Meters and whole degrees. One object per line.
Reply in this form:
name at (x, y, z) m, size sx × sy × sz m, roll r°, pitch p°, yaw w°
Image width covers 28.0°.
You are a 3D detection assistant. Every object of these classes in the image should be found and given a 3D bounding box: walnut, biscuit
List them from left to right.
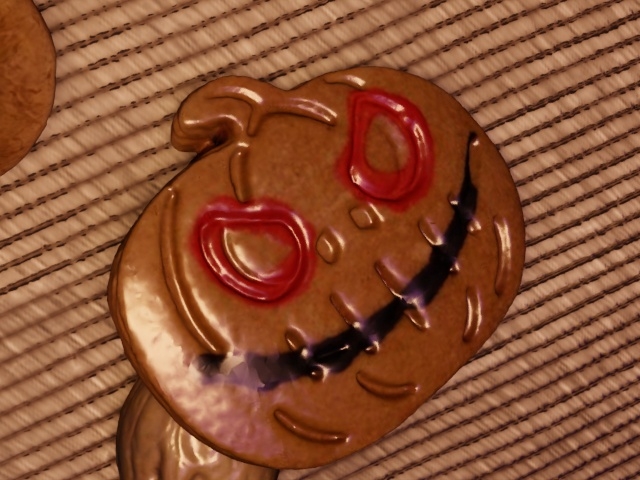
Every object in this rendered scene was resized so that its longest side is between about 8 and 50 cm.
walnut at (-0.101, 0.173, 1.074) m, size 0.140 × 0.140 × 0.162 m, roll -9°, pitch 120°, yaw -15°
biscuit at (0.001, 0.000, 1.039) m, size 0.367 × 0.063 × 0.314 m, roll -39°, pitch 99°, yaw -24°

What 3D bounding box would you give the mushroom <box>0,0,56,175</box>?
mushroom at (-0.335, -0.115, 0.926) m, size 0.278 × 0.146 × 0.278 m, roll -4°, pitch 113°, yaw -8°
